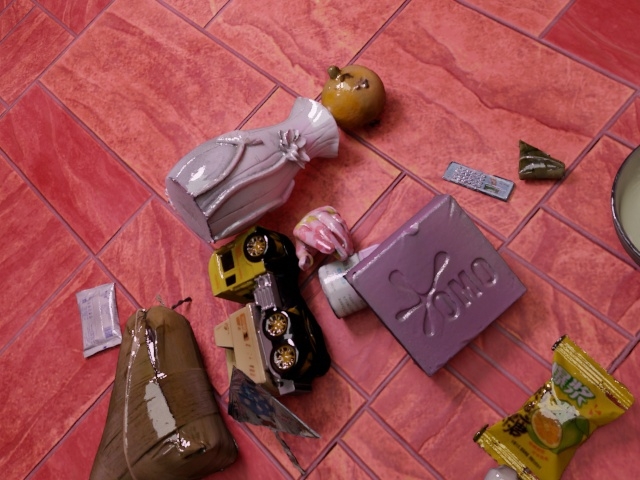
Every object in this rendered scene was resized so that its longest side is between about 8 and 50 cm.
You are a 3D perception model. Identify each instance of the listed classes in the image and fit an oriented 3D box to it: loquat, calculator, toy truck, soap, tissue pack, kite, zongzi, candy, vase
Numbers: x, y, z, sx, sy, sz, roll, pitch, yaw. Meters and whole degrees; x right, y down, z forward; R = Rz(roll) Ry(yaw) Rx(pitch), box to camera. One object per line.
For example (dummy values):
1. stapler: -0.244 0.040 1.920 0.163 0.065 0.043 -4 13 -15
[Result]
1. loquat: 0.081 -0.381 1.581 0.172 0.204 0.149 -24 45 21
2. calculator: 0.389 -0.149 1.483 0.172 0.018 0.057 25 80 24
3. toy truck: -0.139 0.181 1.444 0.254 0.180 0.405 -23 67 17
4. soap: 0.246 0.092 1.315 0.296 0.107 0.285 -42 94 -4
5. tissue pack: -0.615 0.214 1.670 0.123 0.026 0.193 -21 64 9
6. kite: -0.117 0.396 1.328 0.335 0.314 0.011 -8 26 49
7. zongzi: 0.530 -0.199 1.438 0.109 0.055 0.119 2 59 17
8. candy: 0.470 0.361 1.223 0.187 0.081 0.297 44 101 28
9. zongzi: -0.487 0.393 1.449 0.467 0.218 0.500 -28 63 6
10. vase: -0.156 -0.188 1.500 0.445 0.250 0.250 -37 60 -25

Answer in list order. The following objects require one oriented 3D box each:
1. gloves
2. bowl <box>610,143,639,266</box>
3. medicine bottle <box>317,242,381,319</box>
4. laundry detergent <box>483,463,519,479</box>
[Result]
1. gloves: -0.003 -0.011 1.445 0.145 0.241 0.126 -18 96 -7
2. bowl: 0.770 -0.042 1.218 0.354 0.185 0.354 -6 68 16
3. medicine bottle: 0.093 0.094 1.422 0.168 0.135 0.135 -23 64 5
4. laundry detergent: 0.300 0.567 1.166 0.094 0.143 0.290 23 75 29
